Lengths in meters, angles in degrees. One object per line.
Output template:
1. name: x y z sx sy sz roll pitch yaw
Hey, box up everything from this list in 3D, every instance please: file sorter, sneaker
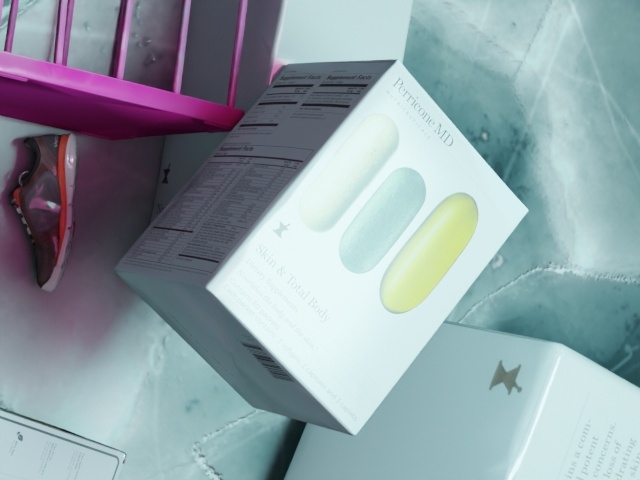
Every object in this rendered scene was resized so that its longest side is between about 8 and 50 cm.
1. file sorter: -0.235 -0.209 1.736 0.290 0.202 0.182 11 82 -44
2. sneaker: -0.274 -0.029 1.848 0.065 0.061 0.158 5 90 -4

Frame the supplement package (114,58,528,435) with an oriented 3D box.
1. supplement package: 0.000 0.000 1.674 0.199 0.198 0.263 47 72 -24

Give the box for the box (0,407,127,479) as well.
1. box: -0.333 0.233 1.758 0.290 0.087 0.169 26 80 -46

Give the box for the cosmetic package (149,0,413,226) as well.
1. cosmetic package: -0.043 -0.118 1.877 0.156 0.217 0.385 9 87 -31

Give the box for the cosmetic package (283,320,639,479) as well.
1. cosmetic package: 0.208 0.300 1.963 0.393 0.327 0.329 29 78 -36
